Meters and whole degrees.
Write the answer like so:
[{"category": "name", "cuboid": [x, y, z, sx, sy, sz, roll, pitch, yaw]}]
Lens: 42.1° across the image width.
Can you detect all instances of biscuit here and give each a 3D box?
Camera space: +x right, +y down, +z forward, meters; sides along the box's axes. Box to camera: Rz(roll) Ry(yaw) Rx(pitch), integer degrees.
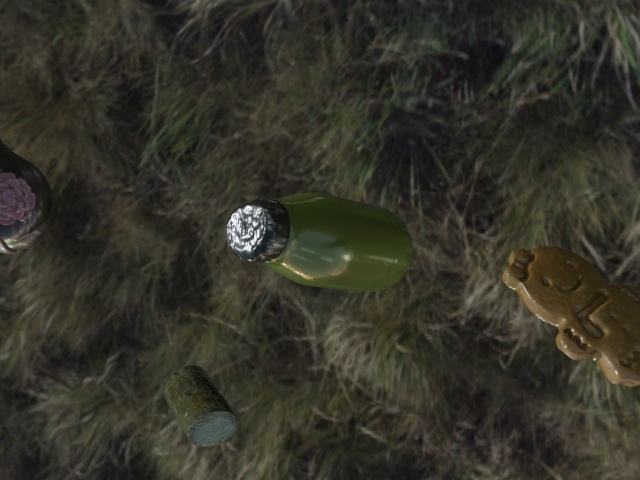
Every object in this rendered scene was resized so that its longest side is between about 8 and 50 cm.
[{"category": "biscuit", "cuboid": [0.281, 0.070, 0.864, 0.133, 0.184, 0.027, -16, 146, -29]}]

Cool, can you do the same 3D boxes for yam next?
[{"category": "yam", "cuboid": [-0.096, 0.131, 0.656, 0.043, 0.094, 0.043, -8, 110, -23]}]

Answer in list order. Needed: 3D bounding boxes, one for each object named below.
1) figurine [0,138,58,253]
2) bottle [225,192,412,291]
[{"category": "figurine", "cuboid": [-0.210, -0.047, 0.508, 0.129, 0.054, 0.072, 44, 151, 21]}, {"category": "bottle", "cuboid": [0.000, 0.000, 0.982, 0.112, 0.112, 0.260, -36, 153, 29]}]
